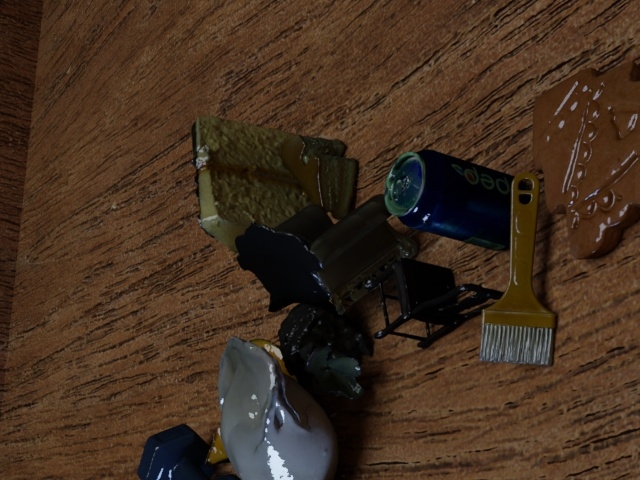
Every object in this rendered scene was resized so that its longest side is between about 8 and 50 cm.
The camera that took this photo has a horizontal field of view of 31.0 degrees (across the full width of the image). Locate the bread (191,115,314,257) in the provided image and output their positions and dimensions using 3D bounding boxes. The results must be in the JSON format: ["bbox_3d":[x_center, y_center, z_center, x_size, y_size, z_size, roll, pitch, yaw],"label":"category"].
[{"bbox_3d":[-0.162,-0.087,2.229,0.198,0.236,0.264,-43,44,41],"label":"bread"}]

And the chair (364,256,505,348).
[{"bbox_3d":[0.180,0.076,1.746,0.229,0.106,0.113,-37,50,44],"label":"chair"}]

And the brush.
[{"bbox_3d":[0.280,0.037,1.617,0.103,0.013,0.272,2,81,16],"label":"brush"}]

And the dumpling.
[{"bbox_3d":[-0.086,0.320,1.937,0.181,0.341,0.260,-47,41,-9],"label":"dumpling"}]

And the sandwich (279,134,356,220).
[{"bbox_3d":[0.000,-0.137,2.129,0.088,0.090,0.244,-64,33,24],"label":"sandwich"}]

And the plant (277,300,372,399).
[{"bbox_3d":[0.005,0.183,1.950,0.131,0.142,0.203,-49,33,12],"label":"plant"}]

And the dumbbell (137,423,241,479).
[{"bbox_3d":[-0.231,0.477,2.210,0.325,0.144,0.160,30,102,59],"label":"dumbbell"}]

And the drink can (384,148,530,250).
[{"bbox_3d":[0.199,-0.059,1.668,0.118,0.204,0.118,-30,53,50],"label":"drink can"}]

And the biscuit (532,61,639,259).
[{"bbox_3d":[0.373,-0.132,1.572,0.306,0.043,0.284,49,120,54],"label":"biscuit"}]

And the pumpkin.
[{"bbox_3d":[-0.083,0.321,2.095,0.163,0.111,0.279,30,106,38],"label":"pumpkin"}]

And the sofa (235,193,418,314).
[{"bbox_3d":[0.000,0.000,1.918,0.258,0.200,0.182,-5,116,58],"label":"sofa"}]
